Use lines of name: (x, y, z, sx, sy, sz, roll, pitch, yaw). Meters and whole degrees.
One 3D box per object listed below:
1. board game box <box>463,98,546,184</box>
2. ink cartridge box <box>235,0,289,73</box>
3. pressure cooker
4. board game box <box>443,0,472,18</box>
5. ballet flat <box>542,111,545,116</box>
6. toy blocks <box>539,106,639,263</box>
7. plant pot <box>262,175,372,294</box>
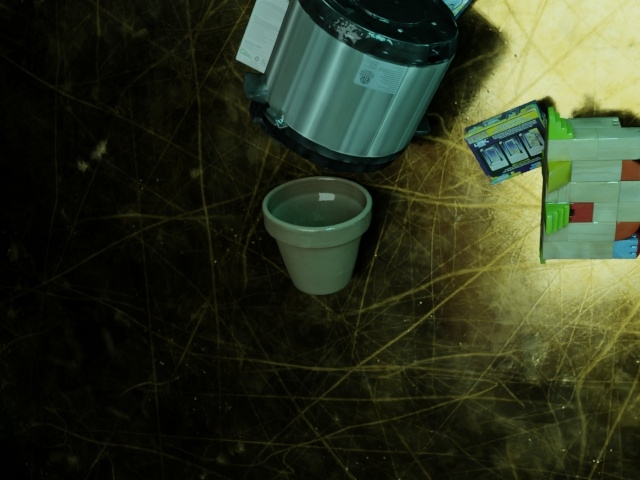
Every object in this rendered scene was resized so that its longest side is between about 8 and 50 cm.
board game box: (0.422, -0.213, 1.885, 0.170, 0.048, 0.141, -20, 119, 29)
ink cartridge box: (-0.076, -0.501, 2.102, 0.223, 0.045, 0.224, 31, 113, 17)
pressure cooker: (0.058, -0.350, 1.868, 0.370, 0.375, 0.420, 37, 131, 15)
board game box: (0.246, -0.533, 1.934, 0.136, 0.035, 0.201, 47, 119, 10)
ballet flat: (0.443, -0.253, 1.903, 0.114, 0.041, 0.041, -9, 98, 29)
toy blocks: (0.593, -0.104, 1.774, 0.261, 0.190, 0.381, 0, 124, 10)
plant pot: (0.000, 0.000, 2.097, 0.263, 0.263, 0.229, 12, 126, 24)
